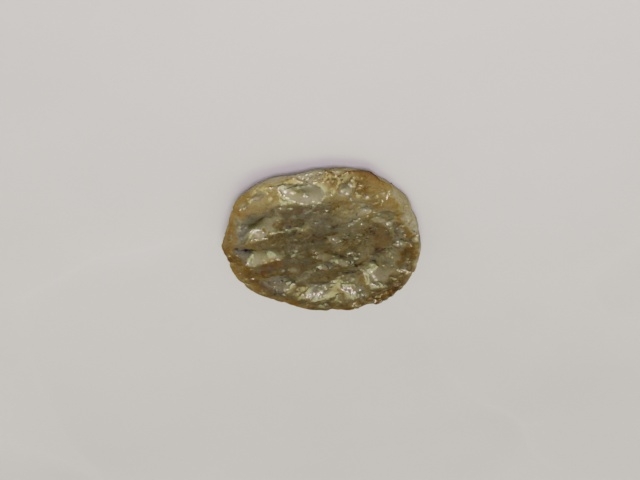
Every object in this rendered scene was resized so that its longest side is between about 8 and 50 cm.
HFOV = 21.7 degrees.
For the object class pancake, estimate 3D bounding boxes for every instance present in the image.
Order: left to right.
[{"bbox_3d":[0.000,0.000,1.112,0.139,0.022,0.139,0,140,0],"label":"pancake"}]
